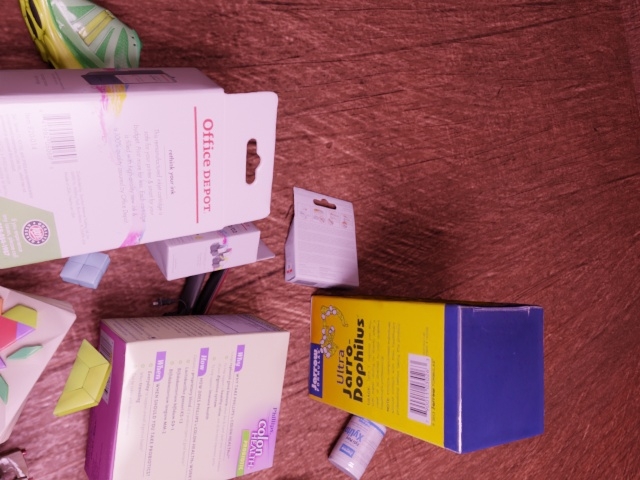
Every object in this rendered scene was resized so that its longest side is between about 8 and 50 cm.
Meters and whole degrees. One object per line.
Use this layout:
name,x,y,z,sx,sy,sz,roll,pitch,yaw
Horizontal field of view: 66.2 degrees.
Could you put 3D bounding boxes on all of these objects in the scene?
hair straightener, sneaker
hair straightener,-0.228,0.118,0.757,0.089,0.047,0.230,38,72,-37
sneaker,-0.325,-0.282,0.688,0.123,0.109,0.295,-34,115,-33

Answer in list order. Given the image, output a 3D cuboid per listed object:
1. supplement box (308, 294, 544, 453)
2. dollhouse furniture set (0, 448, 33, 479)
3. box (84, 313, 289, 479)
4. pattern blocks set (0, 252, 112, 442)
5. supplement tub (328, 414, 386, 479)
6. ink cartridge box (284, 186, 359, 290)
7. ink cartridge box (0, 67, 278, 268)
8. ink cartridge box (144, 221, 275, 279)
supplement box,0.156,0.193,0.822,0.194,0.356,0.195,5,84,-34
dollhouse furniture set,-0.395,0.370,0.571,0.129,0.129,0.183,-11,92,-34
box,-0.185,0.223,0.700,0.243,0.117,0.213,4,95,-39
pattern blocks set,-0.390,0.136,0.564,0.285,0.026,0.325,6,60,-6
supplement tub,0.071,0.383,0.925,0.071,0.071,0.107,48,62,-22
ink cartridge box,0.000,0.000,0.934,0.145,0.045,0.179,12,62,-33
ink cartridge box,-0.242,-0.110,0.644,0.353,0.119,0.207,-11,126,-29
ink cartridge box,-0.166,-0.008,0.762,0.181,0.104,0.061,-11,129,-35
